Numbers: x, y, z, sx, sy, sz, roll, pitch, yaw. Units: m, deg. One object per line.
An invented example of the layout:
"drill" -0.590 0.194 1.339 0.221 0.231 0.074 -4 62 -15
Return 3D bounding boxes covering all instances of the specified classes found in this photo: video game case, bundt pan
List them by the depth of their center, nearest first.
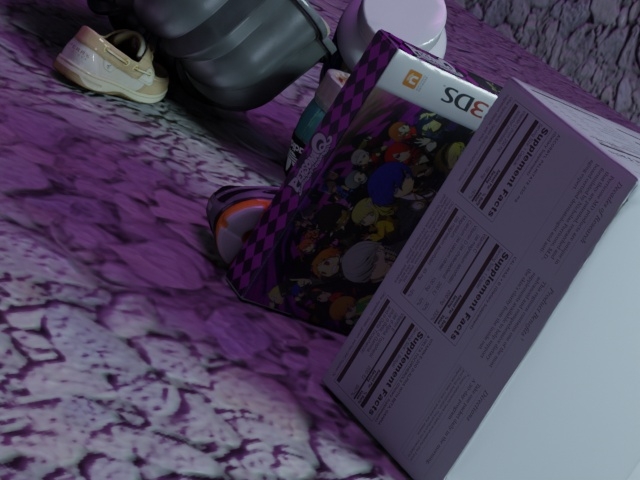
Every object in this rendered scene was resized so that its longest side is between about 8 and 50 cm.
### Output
"video game case" 0.069 -0.027 1.385 0.210 0.232 0.042 21 20 -36
"bundt pan" -0.147 -0.249 1.737 0.331 0.124 0.331 41 -7 6

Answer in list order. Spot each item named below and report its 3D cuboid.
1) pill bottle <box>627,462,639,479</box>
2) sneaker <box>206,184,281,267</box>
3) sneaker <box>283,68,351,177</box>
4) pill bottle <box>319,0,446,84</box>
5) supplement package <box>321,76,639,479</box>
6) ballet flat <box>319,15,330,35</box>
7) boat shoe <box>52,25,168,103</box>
"pill bottle" 0.215 0.118 1.445 0.108 0.108 0.180 20 19 -37
"sneaker" 0.000 0.000 1.456 0.215 0.084 0.083 21 14 -32
"sneaker" 0.091 -0.063 1.751 0.302 0.121 0.108 23 20 -34
"pill bottle" 0.066 -0.191 1.782 0.112 0.112 0.187 33 -22 4
"supplement package" 0.169 0.051 1.270 0.204 0.262 0.145 16 22 -45
"ballet flat" -0.069 -0.302 2.361 0.168 0.057 0.052 28 43 -1
"boat shoe" -0.185 -0.170 1.668 0.063 0.059 0.170 35 13 18
